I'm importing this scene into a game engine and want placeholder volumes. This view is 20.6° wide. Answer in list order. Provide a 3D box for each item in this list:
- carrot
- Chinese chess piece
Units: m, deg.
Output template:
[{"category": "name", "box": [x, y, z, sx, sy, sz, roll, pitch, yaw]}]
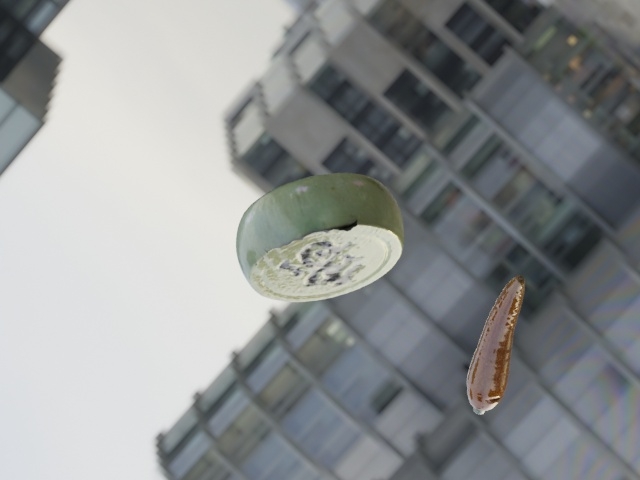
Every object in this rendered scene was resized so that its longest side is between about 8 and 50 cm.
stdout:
[{"category": "carrot", "box": [0.145, 0.086, 1.454, 0.035, 0.142, 0.035, 9, -152, -5]}, {"category": "Chinese chess piece", "box": [0.000, 0.000, 1.490, 0.144, 0.144, 0.058, 29, -139, -54]}]
